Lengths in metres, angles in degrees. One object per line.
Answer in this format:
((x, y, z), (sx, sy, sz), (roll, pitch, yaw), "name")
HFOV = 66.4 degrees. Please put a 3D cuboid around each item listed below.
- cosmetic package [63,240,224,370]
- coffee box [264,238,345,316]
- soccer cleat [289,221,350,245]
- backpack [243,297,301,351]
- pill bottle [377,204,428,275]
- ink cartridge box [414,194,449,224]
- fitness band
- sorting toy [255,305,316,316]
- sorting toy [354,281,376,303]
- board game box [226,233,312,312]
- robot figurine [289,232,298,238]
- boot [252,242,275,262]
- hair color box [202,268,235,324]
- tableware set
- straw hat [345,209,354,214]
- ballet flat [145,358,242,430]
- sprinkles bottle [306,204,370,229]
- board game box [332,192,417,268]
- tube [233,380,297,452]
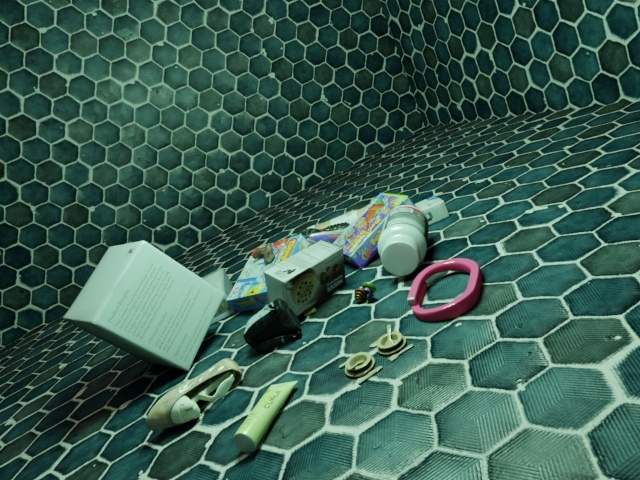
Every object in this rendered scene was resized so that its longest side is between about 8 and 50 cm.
((-0.649, 0.247, 1.833), (0.327, 0.393, 0.330), (-6, 52, 46), "cosmetic package")
((-0.050, 0.137, 1.803), (0.118, 0.168, 0.297), (21, 38, 41), "coffee box")
((0.000, 0.000, 2.274), (0.318, 0.117, 0.109), (-10, 19, 23), "soccer cleat")
((-0.171, 0.294, 1.664), (0.182, 0.152, 0.115), (-35, 9, 10), "backpack")
((0.304, 0.000, 1.796), (0.176, 0.177, 0.318), (-18, 18, 21), "pill bottle")
((0.422, -0.105, 2.123), (0.230, 0.078, 0.134), (-24, 16, 3), "ink cartridge box")
((0.377, 0.141, 1.478), (0.208, 0.054, 0.291), (-15, 20, 29), "fitness band")
((-0.140, 0.267, 1.835), (0.274, 0.046, 0.132), (-19, 18, 18), "sorting toy")
((0.150, 0.184, 1.661), (0.042, 0.061, 0.102), (-55, 4, -35), "sorting toy")
((-0.213, 0.139, 2.063), (0.301, 0.086, 0.308), (-17, 37, 39), "board game box")
((-0.113, -0.007, 2.599), (0.115, 0.067, 0.101), (-9, 17, 41), "robot figurine")
((-0.240, 0.070, 2.069), (0.106, 0.037, 0.114), (-39, 32, 11), "boot")
((-0.502, 0.262, 2.246), (0.185, 0.114, 0.374), (-27, 16, -5), "hair color box")
((0.145, 0.302, 1.336), (0.194, 0.039, 0.128), (-30, 17, -17), "tableware set")
((0.164, -0.130, 2.595), (0.144, 0.061, 0.144), (-22, 17, 7), "straw hat")
((-0.366, 0.465, 1.462), (0.316, 0.108, 0.106), (-35, 33, -30), "ballet flat")
((0.111, -0.063, 2.360), (0.355, 0.121, 0.121), (-20, 17, 14), "sprinkles bottle")
((0.218, -0.050, 2.070), (0.347, 0.078, 0.233), (-46, 21, -9), "board game box")
((-0.146, 0.446, 1.282), (0.070, 0.062, 0.240), (24, 28, 12), "tube")
